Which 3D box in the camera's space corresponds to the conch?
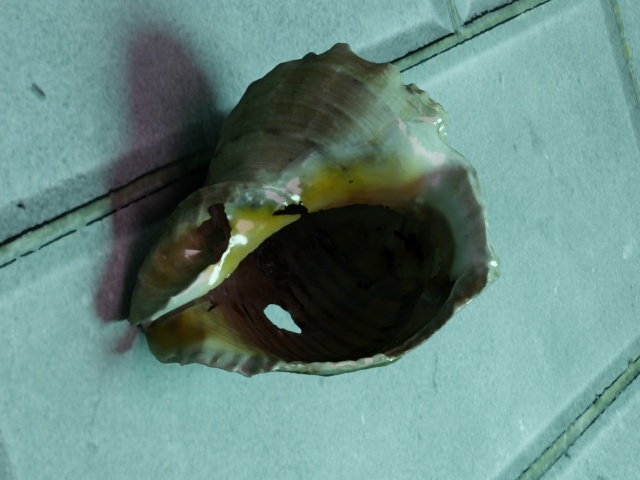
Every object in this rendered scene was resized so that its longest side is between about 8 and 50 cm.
[{"bbox_3d":[0.003,0.004,1.520,0.324,0.263,0.186,-45,152,-14],"label":"conch"}]
